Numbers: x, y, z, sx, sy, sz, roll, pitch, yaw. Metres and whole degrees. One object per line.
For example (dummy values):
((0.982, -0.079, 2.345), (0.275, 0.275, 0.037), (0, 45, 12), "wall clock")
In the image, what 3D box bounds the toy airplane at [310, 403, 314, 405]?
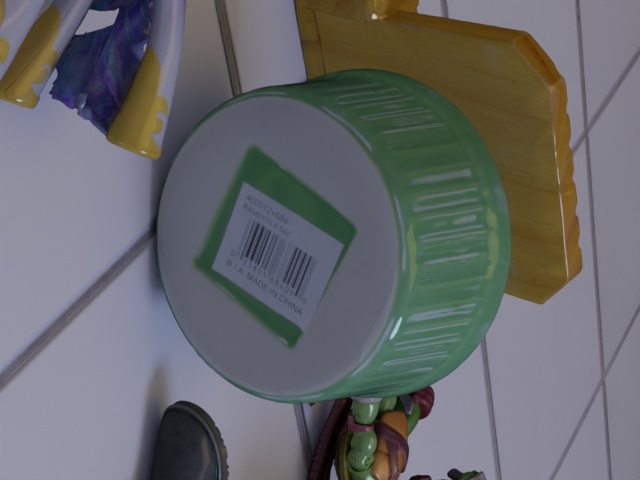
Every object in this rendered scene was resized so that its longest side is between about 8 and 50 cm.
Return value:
((-0.003, 0.107, 1.633), (0.151, 0.028, 0.151), (-28, 122, -59), "toy airplane")

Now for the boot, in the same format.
((-0.164, 0.258, 1.315), (0.208, 0.076, 0.189), (-22, 113, -53), "boot")

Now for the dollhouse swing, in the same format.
((0.164, -0.145, 1.604), (0.315, 0.305, 0.346), (-50, 137, -48), "dollhouse swing")

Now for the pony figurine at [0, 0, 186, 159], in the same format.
((-0.124, -0.254, 1.092), (0.351, 0.303, 0.363), (17, 96, -55), "pony figurine")

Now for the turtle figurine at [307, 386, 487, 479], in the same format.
((0.118, 0.194, 1.668), (0.274, 0.198, 0.266), (-52, -159, 42), "turtle figurine")

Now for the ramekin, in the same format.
((0.000, 0.000, 1.327), (0.148, 0.303, 0.303), (-9, 104, -55), "ramekin")
